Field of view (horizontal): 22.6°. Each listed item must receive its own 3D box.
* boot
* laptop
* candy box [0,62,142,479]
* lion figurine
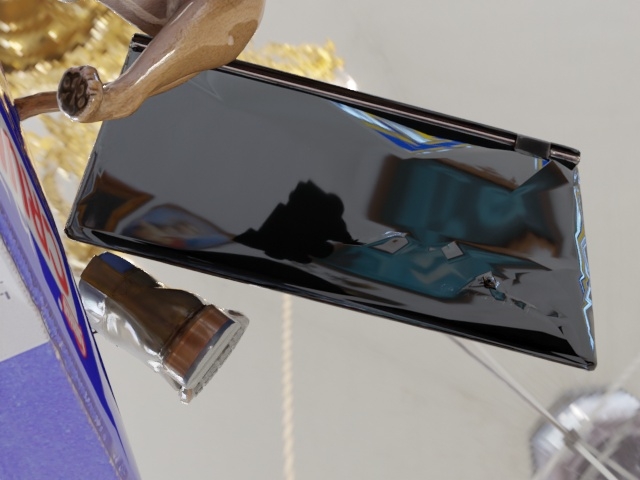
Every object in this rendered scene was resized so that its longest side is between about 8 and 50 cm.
[{"bbox_3d":[-0.116,0.058,1.175,0.106,0.219,0.082,37,-100,4],"label":"boot"},{"bbox_3d":[0.000,0.000,1.314,0.382,0.408,0.236,15,-110,-5],"label":"laptop"},{"bbox_3d":[-0.166,-0.081,0.445,0.122,0.268,0.317,-22,-137,-7],"label":"candy box"},{"bbox_3d":[-0.055,-0.228,1.018,0.142,0.240,0.392,43,-67,21],"label":"lion figurine"}]
